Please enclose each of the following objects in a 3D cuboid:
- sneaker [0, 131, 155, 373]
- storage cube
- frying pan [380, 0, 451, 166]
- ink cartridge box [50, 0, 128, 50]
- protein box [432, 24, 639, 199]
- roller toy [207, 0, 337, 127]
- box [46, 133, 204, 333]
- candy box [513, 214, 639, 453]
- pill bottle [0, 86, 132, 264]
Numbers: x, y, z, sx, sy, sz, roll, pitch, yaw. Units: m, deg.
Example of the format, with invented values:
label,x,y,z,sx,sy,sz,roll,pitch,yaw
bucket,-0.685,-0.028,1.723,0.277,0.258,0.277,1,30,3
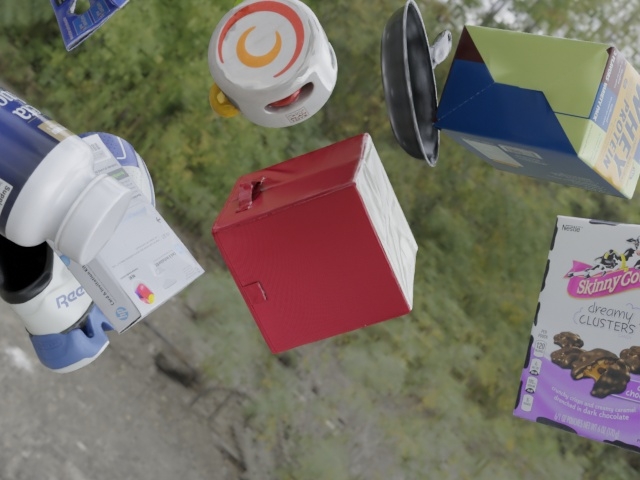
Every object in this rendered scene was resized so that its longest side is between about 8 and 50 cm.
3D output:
label,x,y,z,sx,sy,sz,roll,pitch,yaw
sneaker,-0.296,-0.027,1.222,0.182,0.127,0.316,61,26,-47
storage cube,0.000,0.000,1.361,0.184,0.193,0.215,-73,142,-64
frying pan,0.116,-0.229,1.299,0.326,0.053,0.197,-82,159,-44
ink cartridge box,-0.119,-0.298,0.856,0.065,0.311,0.186,42,7,-31
protein box,0.284,-0.158,1.322,0.199,0.136,0.201,17,-3,35
roller toy,-0.075,-0.286,1.733,0.191,0.209,0.146,19,-11,20
box,-0.212,-0.012,1.058,0.186,0.038,0.145,51,24,-1
candy box,0.276,0.085,0.959,0.070,0.196,0.164,16,-4,-41
pill bottle,-0.232,-0.055,0.805,0.169,0.094,0.094,33,5,1
